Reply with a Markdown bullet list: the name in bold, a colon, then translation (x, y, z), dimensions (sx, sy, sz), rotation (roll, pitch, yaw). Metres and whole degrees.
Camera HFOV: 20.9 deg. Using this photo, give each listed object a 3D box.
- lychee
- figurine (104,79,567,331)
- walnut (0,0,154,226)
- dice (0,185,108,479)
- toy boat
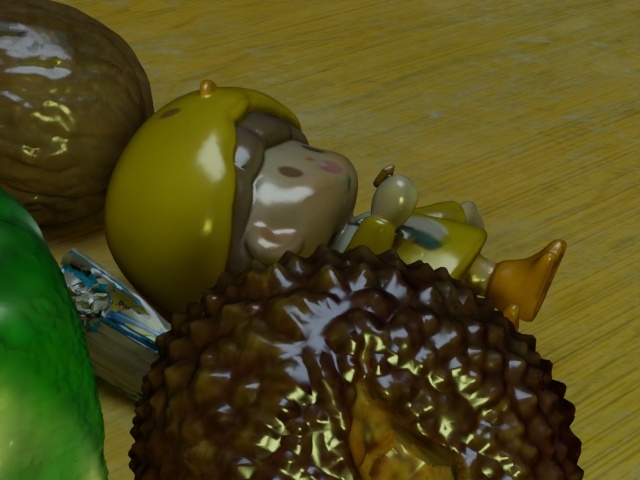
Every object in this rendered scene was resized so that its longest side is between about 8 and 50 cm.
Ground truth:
- **lychee**: translation (0.015, 0.132, 0.979), dimensions (0.268, 0.267, 0.267), rotation (5, 25, -2)
- **figurine**: translation (0.000, 0.000, 1.329), dimensions (0.344, 0.187, 0.215), rotation (21, 19, 17)
- **walnut**: translation (-0.244, -0.111, 1.500), dimensions (0.213, 0.213, 0.213), rotation (5, 25, -2)
- **dice**: translation (-0.294, 0.109, 0.886), dimensions (0.287, 0.297, 0.300), rotation (-7, 27, -33)
- **toy boat**: translation (-0.120, 0.086, 1.243), dimensions (0.210, 0.084, 0.066), rotation (28, 36, 21)
